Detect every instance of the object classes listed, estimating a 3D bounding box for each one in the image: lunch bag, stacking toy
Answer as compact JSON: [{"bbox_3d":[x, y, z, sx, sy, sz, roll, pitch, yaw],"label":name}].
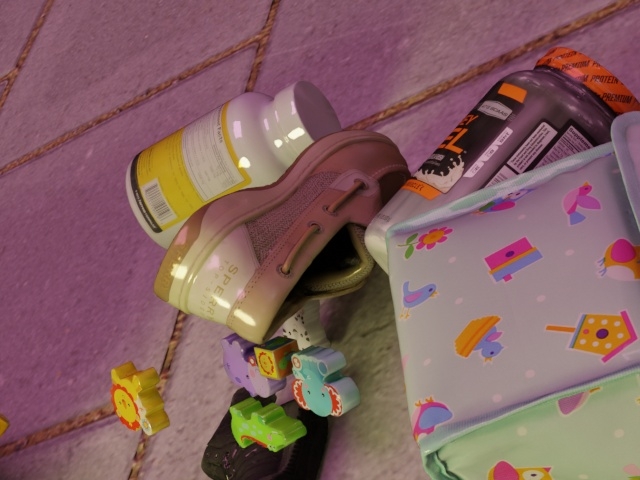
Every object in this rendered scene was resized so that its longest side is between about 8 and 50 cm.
[{"bbox_3d":[0.181,0.046,0.845,0.262,0.160,0.223,-23,31,13],"label":"lunch bag"},{"bbox_3d":[-0.022,0.095,1.049,0.167,0.052,0.221,-23,18,-33],"label":"stacking toy"}]

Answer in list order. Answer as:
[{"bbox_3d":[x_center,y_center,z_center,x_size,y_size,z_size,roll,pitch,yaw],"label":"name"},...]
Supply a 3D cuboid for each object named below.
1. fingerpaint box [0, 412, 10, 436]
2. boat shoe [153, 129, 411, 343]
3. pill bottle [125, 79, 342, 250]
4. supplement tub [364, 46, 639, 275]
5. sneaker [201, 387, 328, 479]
[{"bbox_3d":[-0.485,0.252,1.278,0.371,0.163,0.445,-55,18,-20],"label":"fingerpaint box"},{"bbox_3d":[0.000,0.000,1.114,0.302,0.098,0.109,-29,-33,-58],"label":"boat shoe"},{"bbox_3d":[-0.074,-0.068,1.344,0.184,0.103,0.103,-26,34,26],"label":"pill bottle"},{"bbox_3d":[0.131,-0.034,1.043,0.190,0.117,0.117,-48,30,-9],"label":"supplement tub"},{"bbox_3d":[-0.047,0.163,1.074,0.089,0.051,0.170,-18,32,32],"label":"sneaker"}]
